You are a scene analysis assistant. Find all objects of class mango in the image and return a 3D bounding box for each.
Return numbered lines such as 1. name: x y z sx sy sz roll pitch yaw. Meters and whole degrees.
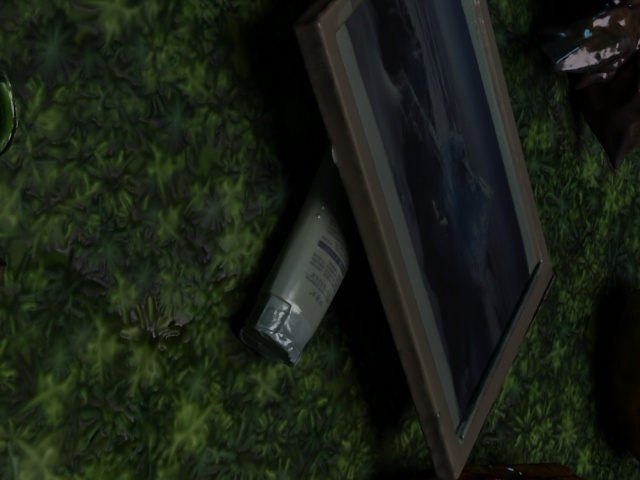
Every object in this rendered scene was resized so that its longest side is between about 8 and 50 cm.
1. mango: 0.401 0.160 1.575 0.151 0.156 0.248 -14 111 -13

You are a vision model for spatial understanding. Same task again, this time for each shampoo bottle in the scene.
1. shampoo bottle: 0.000 0.000 1.128 0.212 0.049 0.072 -62 140 -27

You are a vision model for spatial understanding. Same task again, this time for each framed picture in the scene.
1. framed picture: 0.110 -0.059 1.222 0.326 0.028 0.446 -56 135 -48

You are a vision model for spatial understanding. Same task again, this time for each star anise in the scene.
1. star anise: 0.305 -0.228 1.436 0.315 0.108 0.315 -2 93 -59

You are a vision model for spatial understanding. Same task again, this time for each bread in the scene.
1. bread: 0.139 0.255 1.298 0.344 0.084 0.124 8 121 -47

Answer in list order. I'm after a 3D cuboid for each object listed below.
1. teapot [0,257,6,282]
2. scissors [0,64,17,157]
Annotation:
1. teapot: -0.233 0.026 0.806 0.085 0.110 0.080 18 94 -8
2. scissors: -0.223 -0.150 0.847 0.101 0.027 0.204 2 94 -54
